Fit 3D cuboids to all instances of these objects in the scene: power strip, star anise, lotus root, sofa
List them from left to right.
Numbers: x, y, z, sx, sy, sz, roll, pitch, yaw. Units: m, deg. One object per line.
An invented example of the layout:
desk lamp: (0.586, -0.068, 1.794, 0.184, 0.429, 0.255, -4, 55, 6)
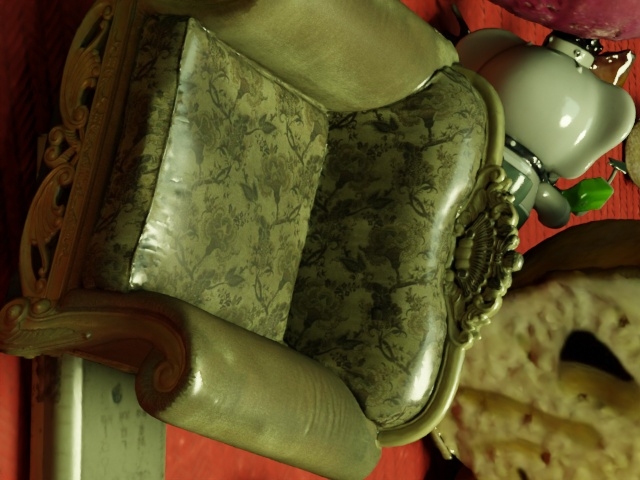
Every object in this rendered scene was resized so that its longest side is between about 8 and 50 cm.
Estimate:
power strip: (-0.120, 0.067, 0.920, 0.092, 0.034, 0.268, -4, 97, -57)
sofa: (-0.020, -0.019, 0.862, 0.200, 0.182, 0.258, 28, 70, -52)
star anise: (0.143, -0.113, 1.299, 0.158, 0.144, 0.140, -49, 177, -34)
lotus root: (0.241, 0.172, 1.193, 0.111, 0.375, 0.390, -33, 136, -48)

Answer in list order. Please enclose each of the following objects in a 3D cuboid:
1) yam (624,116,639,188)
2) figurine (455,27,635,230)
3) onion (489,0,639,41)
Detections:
yam: (0.341, -0.080, 1.578, 0.127, 0.084, 0.084, -3, 97, -61)
figurine: (0.141, -0.074, 1.196, 0.192, 0.147, 0.126, -57, 166, -1)
onion: (0.200, -0.311, 1.077, 0.345, 0.358, 0.358, 9, 86, -65)
